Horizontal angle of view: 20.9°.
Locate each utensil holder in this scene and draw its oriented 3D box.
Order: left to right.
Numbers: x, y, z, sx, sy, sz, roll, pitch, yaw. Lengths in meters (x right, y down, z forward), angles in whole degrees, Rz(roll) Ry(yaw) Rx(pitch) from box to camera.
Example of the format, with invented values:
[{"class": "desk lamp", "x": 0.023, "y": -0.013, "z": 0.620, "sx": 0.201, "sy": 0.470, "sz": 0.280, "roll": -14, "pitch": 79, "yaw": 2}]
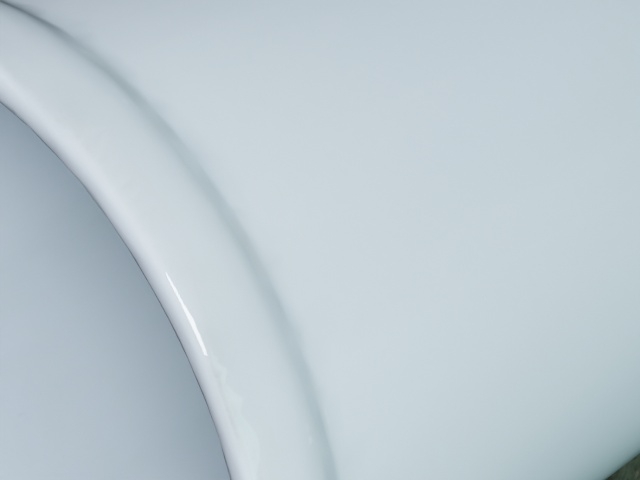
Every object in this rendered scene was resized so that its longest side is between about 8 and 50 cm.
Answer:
[{"class": "utensil holder", "x": 0.000, "y": 0.000, "z": 0.767, "sx": 0.385, "sy": 0.328, "sz": 0.327, "roll": -28, "pitch": 121, "yaw": -38}]
